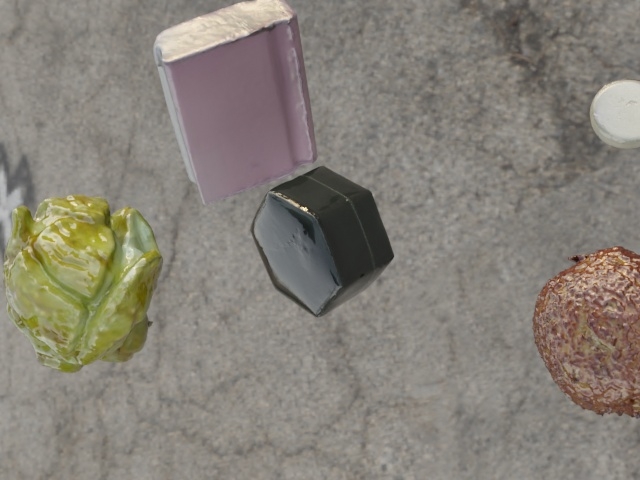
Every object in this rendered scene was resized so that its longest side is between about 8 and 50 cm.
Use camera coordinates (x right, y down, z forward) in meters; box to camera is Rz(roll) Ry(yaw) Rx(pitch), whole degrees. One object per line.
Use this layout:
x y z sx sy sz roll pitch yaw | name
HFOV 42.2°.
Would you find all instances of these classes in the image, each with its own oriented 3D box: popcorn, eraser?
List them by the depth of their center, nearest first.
-0.354 0.064 1.232 0.276 0.225 0.277 -160 90 -87 | popcorn
-0.159 -0.269 1.619 0.359 0.272 0.122 79 165 -47 | eraser

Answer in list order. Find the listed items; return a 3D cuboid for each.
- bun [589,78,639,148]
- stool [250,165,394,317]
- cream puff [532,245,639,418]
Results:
0.585 -0.233 1.595 0.138 0.094 0.138 -4 68 10 | bun
0.000 0.000 1.373 0.232 0.141 0.232 33 139 35 | stool
0.552 0.187 1.624 0.350 0.228 0.351 35 131 54 | cream puff
